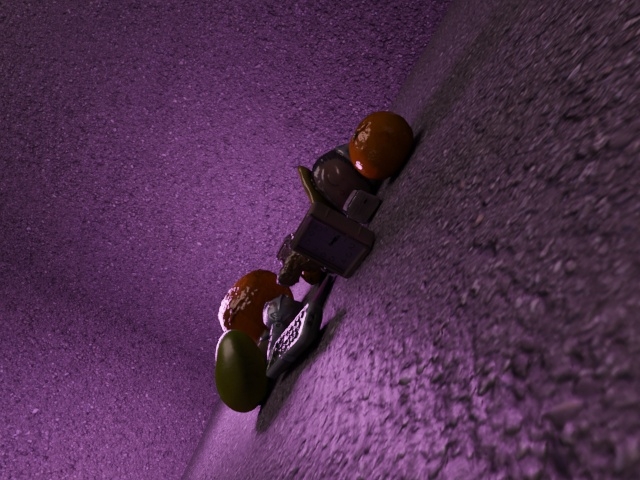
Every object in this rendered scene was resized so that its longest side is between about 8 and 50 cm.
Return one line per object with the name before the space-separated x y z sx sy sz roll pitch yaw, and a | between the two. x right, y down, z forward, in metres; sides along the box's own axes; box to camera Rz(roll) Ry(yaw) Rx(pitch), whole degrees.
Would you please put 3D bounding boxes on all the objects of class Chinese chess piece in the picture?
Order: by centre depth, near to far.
Chinese chess piece | -0.224 0.460 1.769 0.250 0.101 0.250 -60 4 8

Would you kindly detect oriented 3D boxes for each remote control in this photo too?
remote control | -0.075 0.296 1.354 0.335 0.066 0.127 125 163 -51

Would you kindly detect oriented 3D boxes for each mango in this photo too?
mango | -0.265 0.433 1.570 0.186 0.149 0.272 -14 78 39
mango | -0.026 0.106 1.831 0.178 0.090 0.114 -72 -19 -76

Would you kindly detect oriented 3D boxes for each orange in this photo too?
orange | 0.191 -0.303 1.502 0.219 0.193 0.219 -43 19 19
orange | -0.263 0.302 2.034 0.341 0.293 0.340 -43 18 17

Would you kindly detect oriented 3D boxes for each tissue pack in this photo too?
tissue pack | 0.131 -0.115 1.545 0.103 0.091 0.170 -59 3 7

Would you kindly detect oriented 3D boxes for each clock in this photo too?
clock | 0.031 0.000 1.274 0.147 0.192 0.071 -56 7 41

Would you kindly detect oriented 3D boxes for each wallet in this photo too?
wallet | -0.022 0.224 1.513 0.119 0.025 0.232 -57 5 44

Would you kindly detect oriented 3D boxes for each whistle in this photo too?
whistle | -0.141 0.312 1.681 0.346 0.143 0.133 -86 14 -53

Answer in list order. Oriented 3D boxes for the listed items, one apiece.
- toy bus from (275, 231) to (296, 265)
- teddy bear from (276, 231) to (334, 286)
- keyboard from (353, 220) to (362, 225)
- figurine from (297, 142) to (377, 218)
toy bus | -0.093 0.064 2.193 0.141 0.203 0.142 -58 3 25
teddy bear | -0.011 0.048 1.561 0.267 0.156 0.256 -24 -13 18
keyboard | 0.039 -0.039 1.598 0.074 0.197 0.015 9 -109 -63
figurine | 0.148 -0.226 1.804 0.378 0.266 0.361 -27 -16 12
